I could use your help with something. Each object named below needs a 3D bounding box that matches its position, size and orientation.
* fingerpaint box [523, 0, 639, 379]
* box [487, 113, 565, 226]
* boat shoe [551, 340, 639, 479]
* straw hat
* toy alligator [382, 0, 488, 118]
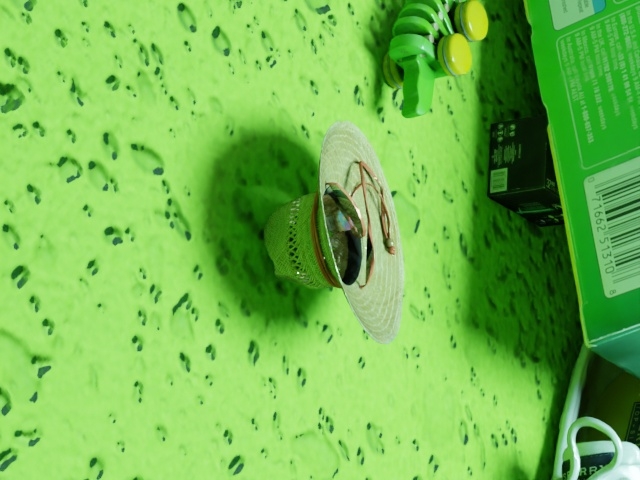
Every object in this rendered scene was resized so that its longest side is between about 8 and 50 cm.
[{"bbox_3d":[0.325,-0.089,1.229,0.371,0.163,0.444,30,46,-48],"label":"fingerpaint box"},{"bbox_3d":[0.171,-0.052,1.185,0.083,0.052,0.062,24,65,-48],"label":"box"},{"bbox_3d":[0.204,0.190,1.116,0.156,0.136,0.367,55,41,-33],"label":"boat shoe"},{"bbox_3d":[0.000,0.000,0.933,0.144,0.061,0.144,-12,90,-71],"label":"straw hat"},{"bbox_3d":[0.083,-0.161,1.081,0.051,0.056,0.189,55,44,-32],"label":"toy alligator"}]
